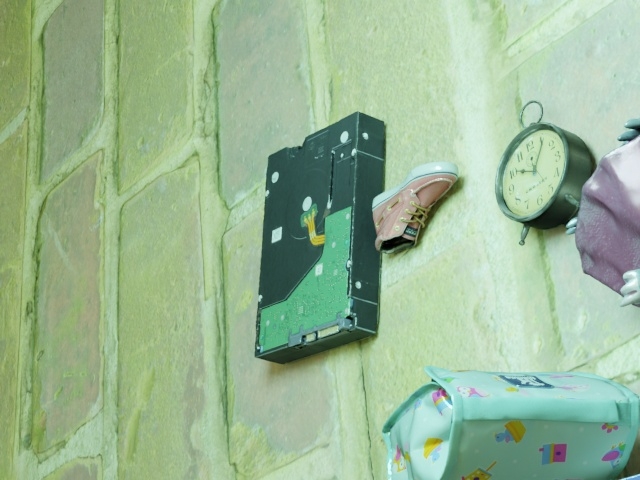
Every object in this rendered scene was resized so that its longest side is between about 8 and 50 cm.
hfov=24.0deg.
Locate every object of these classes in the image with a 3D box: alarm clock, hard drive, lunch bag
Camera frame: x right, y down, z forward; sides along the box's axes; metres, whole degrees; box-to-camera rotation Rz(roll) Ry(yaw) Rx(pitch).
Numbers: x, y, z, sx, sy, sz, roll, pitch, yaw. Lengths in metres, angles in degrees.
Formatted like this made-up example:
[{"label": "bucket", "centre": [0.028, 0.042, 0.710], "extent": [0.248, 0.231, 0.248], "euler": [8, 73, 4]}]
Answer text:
[{"label": "alarm clock", "centre": [0.281, -0.096, 1.901], "extent": [0.129, 0.064, 0.192], "euler": [-37, 50, 42]}, {"label": "hard drive", "centre": [0.000, 0.000, 2.260], "extent": [0.237, 0.064, 0.339], "euler": [-24, 56, 49]}, {"label": "lunch bag", "centre": [0.206, 0.223, 1.656], "extent": [0.262, 0.223, 0.160], "euler": [115, 155, -57]}]

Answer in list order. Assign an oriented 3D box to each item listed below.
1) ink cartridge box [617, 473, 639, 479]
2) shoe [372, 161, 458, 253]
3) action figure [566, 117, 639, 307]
[{"label": "ink cartridge box", "centre": [0.358, 0.283, 1.544], "extent": [0.207, 0.046, 0.097], "euler": [-21, 75, 23]}, {"label": "shoe", "centre": [0.133, -0.043, 2.094], "extent": [0.178, 0.063, 0.081], "euler": [-32, 51, 51]}, {"label": "action figure", "centre": [0.425, 0.051, 1.582], "extent": [0.275, 0.248, 0.370], "euler": [-29, 53, -10]}]
